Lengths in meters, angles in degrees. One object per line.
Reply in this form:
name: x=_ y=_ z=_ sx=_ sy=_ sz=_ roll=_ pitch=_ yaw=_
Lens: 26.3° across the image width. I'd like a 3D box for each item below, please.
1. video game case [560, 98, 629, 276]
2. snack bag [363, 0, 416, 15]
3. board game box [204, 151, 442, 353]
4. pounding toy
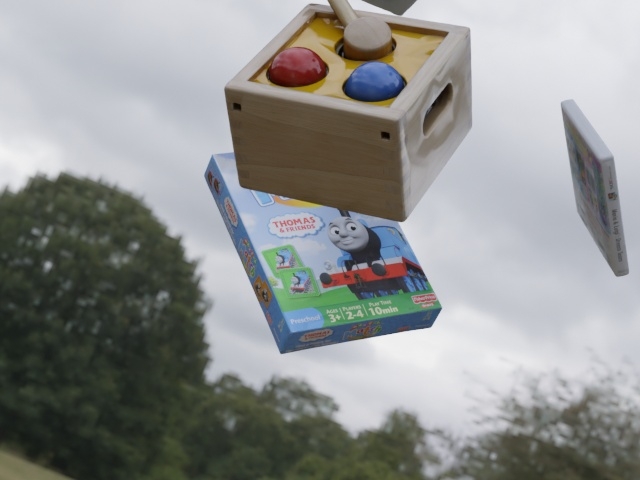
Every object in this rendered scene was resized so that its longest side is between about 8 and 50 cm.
video game case: x=0.294 y=-0.059 z=1.474 sx=0.019 sy=0.143 sz=0.157 roll=-14 pitch=28 yaw=1
snack bag: x=0.031 y=-0.373 z=1.406 sx=0.342 sy=0.037 sz=0.323 roll=13 pitch=-34 yaw=-28
board game box: x=0.000 y=0.000 z=1.293 sx=0.160 sy=0.211 sz=0.039 roll=-8 pitch=-36 yaw=-27
pounding toy: x=0.017 y=-0.101 z=0.824 sx=0.130 sy=0.141 sz=0.100 roll=13 pitch=-49 yaw=24
